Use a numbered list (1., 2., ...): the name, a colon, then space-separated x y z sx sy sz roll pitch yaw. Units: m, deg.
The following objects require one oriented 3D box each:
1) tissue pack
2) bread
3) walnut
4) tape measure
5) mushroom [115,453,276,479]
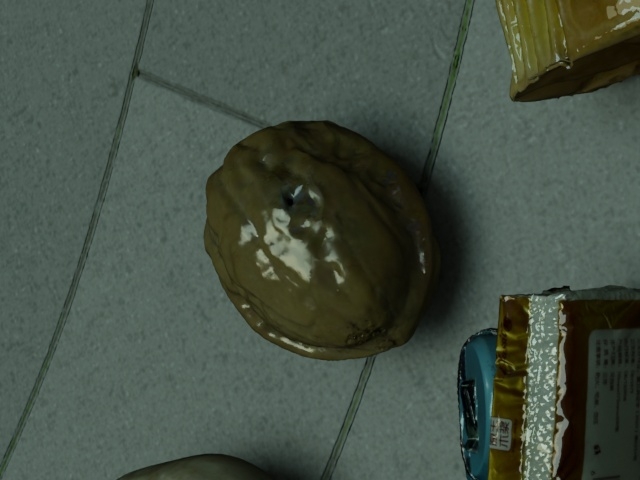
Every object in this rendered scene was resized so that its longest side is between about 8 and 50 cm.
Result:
1. tissue pack: 0.215 0.148 1.446 0.092 0.183 0.226 1 90 42
2. bread: 0.253 -0.222 1.404 0.288 0.204 0.156 -25 78 42
3. walnut: 0.000 0.000 1.627 0.245 0.198 0.198 49 119 21
4. tape measure: 0.157 0.144 1.541 0.125 0.081 0.146 128 140 -80
5. mushroom: -0.142 0.342 1.679 0.297 0.290 0.297 1 91 41
